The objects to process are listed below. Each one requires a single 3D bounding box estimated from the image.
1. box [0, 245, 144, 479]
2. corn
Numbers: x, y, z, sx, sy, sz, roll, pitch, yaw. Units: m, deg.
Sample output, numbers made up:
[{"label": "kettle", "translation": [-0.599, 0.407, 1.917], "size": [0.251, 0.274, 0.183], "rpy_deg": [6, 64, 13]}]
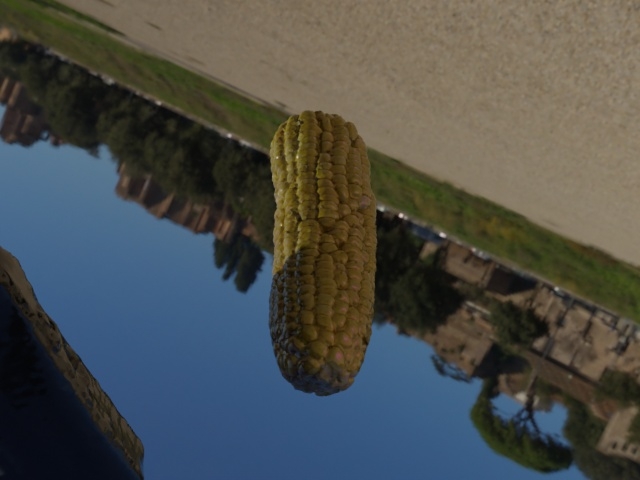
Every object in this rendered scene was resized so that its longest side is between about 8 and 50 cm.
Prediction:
[{"label": "box", "translation": [-0.363, 0.178, 0.683], "size": [0.091, 0.359, 0.350], "rpy_deg": [-114, 3, -51]}, {"label": "corn", "translation": [0.000, 0.000, 0.694], "size": [0.101, 0.101, 0.292], "rpy_deg": [23, -137, -23]}]
